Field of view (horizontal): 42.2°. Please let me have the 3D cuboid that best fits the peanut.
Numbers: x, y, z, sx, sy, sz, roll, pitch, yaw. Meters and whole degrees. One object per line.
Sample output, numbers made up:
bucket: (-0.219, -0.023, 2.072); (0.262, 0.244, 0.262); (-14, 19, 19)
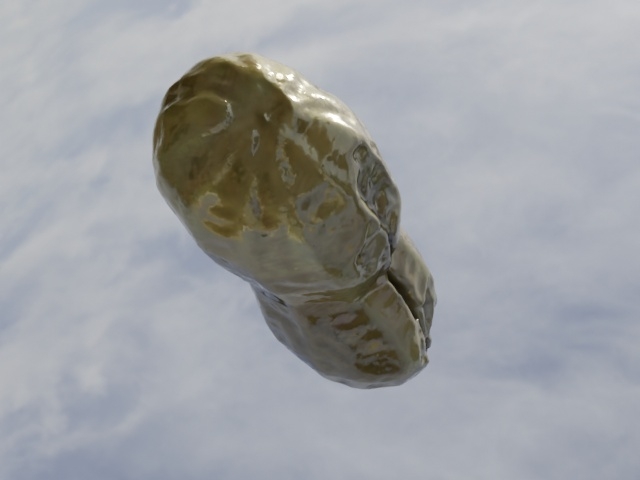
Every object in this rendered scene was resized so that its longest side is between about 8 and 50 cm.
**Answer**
peanut: (0.000, 0.000, 0.536); (0.130, 0.290, 0.130); (-14, -129, 17)
